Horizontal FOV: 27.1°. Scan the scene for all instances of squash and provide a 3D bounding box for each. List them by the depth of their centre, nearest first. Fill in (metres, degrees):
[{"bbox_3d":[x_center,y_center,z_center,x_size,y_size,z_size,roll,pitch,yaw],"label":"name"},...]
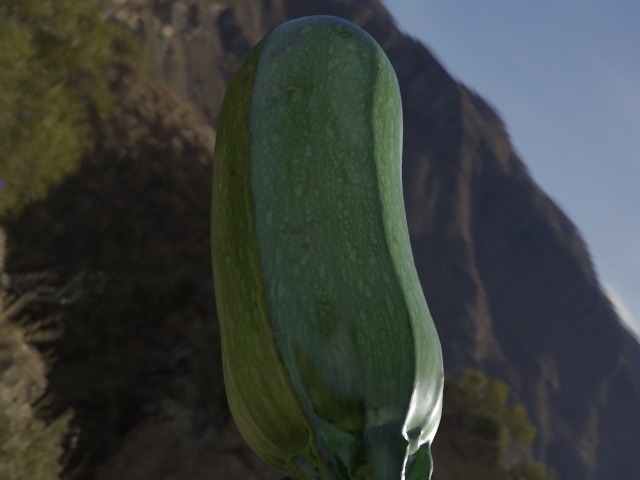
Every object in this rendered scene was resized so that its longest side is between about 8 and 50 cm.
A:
[{"bbox_3d":[0.000,0.000,0.461,0.077,0.068,0.219,22,42,-30],"label":"squash"}]
